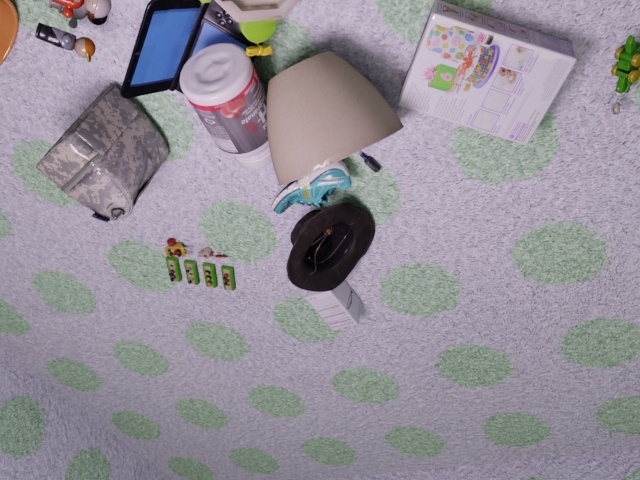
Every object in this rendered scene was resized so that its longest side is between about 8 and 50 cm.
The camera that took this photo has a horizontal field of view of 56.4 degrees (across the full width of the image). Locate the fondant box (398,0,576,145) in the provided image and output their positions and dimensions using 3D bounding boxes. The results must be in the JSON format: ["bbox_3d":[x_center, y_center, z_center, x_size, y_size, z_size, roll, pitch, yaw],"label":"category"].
[{"bbox_3d":[0.376,-0.383,1.382,0.330,0.096,0.238,17,134,-2],"label":"fondant box"}]

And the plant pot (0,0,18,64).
[{"bbox_3d":[-0.936,-0.542,1.470,0.203,0.291,0.291,38,132,1],"label":"plant pot"}]

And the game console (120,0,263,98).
[{"bbox_3d":[-0.310,-0.434,1.459,0.250,0.173,0.293,28,134,-11],"label":"game console"}]

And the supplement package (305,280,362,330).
[{"bbox_3d":[0.048,0.202,2.011,0.105,0.105,0.179,-19,125,29],"label":"supplement package"}]

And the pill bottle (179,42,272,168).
[{"bbox_3d":[-0.208,-0.320,1.499,0.176,0.176,0.318,0,153,15],"label":"pill bottle"}]

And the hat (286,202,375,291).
[{"bbox_3d":[0.000,0.000,1.791,0.134,0.331,0.331,39,148,37],"label":"hat"}]

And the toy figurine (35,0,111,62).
[{"bbox_3d":[-0.559,-0.554,1.391,0.148,0.213,0.209,14,140,-22],"label":"toy figurine"}]

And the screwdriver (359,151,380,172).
[{"bbox_3d":[0.101,-0.246,1.639,0.170,0.024,0.025,40,159,-14],"label":"screwdriver"}]

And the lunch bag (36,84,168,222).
[{"bbox_3d":[-0.573,-0.226,1.633,0.212,0.305,0.256,-31,117,36],"label":"lunch bag"}]

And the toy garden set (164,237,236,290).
[{"bbox_3d":[-0.425,0.093,2.071,0.244,0.049,0.203,8,134,7],"label":"toy garden set"}]

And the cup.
[{"bbox_3d":[0.002,-0.308,1.433,0.331,0.331,0.237,-20,101,29],"label":"cup"}]

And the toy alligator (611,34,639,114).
[{"bbox_3d":[0.692,-0.374,1.341,0.051,0.056,0.189,-26,133,-16],"label":"toy alligator"}]

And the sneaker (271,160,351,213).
[{"bbox_3d":[-0.032,-0.136,1.696,0.275,0.107,0.110,-28,101,35],"label":"sneaker"}]

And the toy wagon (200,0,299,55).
[{"bbox_3d":[-0.133,-0.565,1.272,0.267,0.068,0.344,-14,138,-24],"label":"toy wagon"}]
